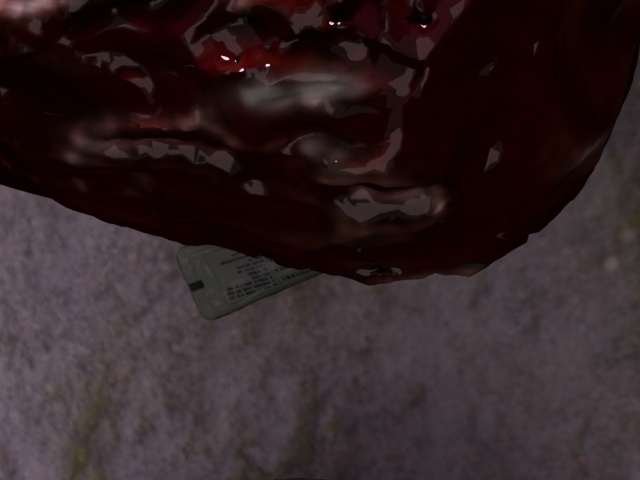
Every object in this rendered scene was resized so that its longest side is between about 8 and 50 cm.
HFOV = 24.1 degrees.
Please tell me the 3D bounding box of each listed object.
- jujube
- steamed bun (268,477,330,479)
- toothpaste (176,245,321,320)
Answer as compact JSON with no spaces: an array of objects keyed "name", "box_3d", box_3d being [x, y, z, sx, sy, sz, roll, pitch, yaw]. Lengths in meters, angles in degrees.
[{"name":"jujube","box_3d":[-0.049,-0.110,0.687,0.376,0.258,0.258,22,121,29]},{"name":"steamed bun","box_3d":[0.017,0.275,0.824,0.339,0.247,0.352,-8,119,44]},{"name":"toothpaste","box_3d":[0.000,0.000,0.838,0.197,0.029,0.048,-19,101,33]}]
